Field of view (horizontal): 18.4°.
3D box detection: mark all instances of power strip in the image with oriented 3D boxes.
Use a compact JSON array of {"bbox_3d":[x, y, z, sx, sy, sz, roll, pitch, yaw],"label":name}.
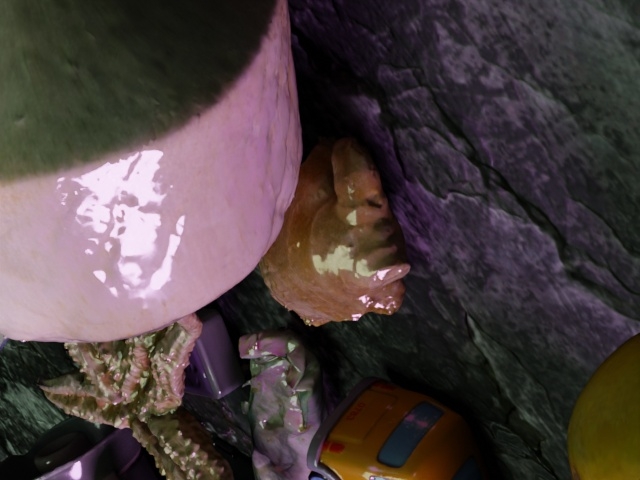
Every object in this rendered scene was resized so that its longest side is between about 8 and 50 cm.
[{"bbox_3d":[-0.169,0.080,2.036,0.216,0.061,0.145,6,123,51],"label":"power strip"}]

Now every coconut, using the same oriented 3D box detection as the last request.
[{"bbox_3d":[-0.200,-0.130,1.523,0.415,0.345,0.415,43,156,25],"label":"coconut"}]

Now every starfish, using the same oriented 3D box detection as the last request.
[{"bbox_3d":[-0.165,0.128,1.934,0.432,0.082,0.324,31,138,42],"label":"starfish"}]

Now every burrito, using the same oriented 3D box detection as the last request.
[{"bbox_3d":[-0.029,0.187,1.949,0.096,0.066,0.309,31,149,26],"label":"burrito"}]

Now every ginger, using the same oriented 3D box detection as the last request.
[{"bbox_3d":[0.000,0.000,1.649,0.157,0.102,0.216,60,150,-6],"label":"ginger"}]

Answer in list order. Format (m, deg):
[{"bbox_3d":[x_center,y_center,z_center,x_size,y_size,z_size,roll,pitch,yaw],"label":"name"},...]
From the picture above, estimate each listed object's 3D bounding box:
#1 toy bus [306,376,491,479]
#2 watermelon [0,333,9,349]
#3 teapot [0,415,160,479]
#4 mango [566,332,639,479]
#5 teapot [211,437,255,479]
[{"bbox_3d":[0.087,0.236,1.791,0.136,0.126,0.209,9,132,38],"label":"toy bus"},{"bbox_3d":[-0.398,-0.038,2.144,0.321,0.175,0.188,62,-166,-10],"label":"watermelon"},{"bbox_3d":[-0.214,0.380,2.255,0.300,0.253,0.344,-6,116,62],"label":"teapot"},{"bbox_3d":[0.339,0.195,1.354,0.365,0.182,0.253,30,144,12],"label":"mango"},{"bbox_3d":[-0.092,0.296,2.149,0.177,0.087,0.096,27,149,35],"label":"teapot"}]
